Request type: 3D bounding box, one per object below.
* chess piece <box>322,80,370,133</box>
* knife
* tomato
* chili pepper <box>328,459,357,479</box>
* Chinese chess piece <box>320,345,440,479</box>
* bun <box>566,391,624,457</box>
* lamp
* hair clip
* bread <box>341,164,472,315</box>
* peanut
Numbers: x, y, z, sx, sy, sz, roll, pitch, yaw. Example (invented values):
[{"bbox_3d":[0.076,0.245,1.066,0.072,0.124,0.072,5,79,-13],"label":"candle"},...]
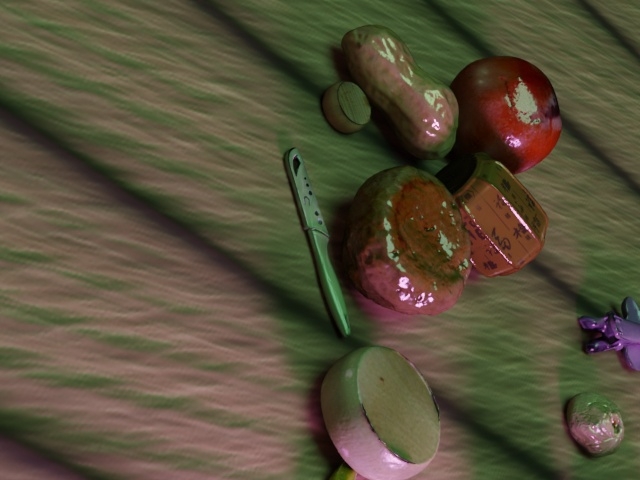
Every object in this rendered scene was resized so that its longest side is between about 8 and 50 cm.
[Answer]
[{"bbox_3d":[0.041,-0.208,1.948,0.084,0.038,0.083,25,51,-36],"label":"chess piece"},{"bbox_3d":[-0.001,0.001,1.811,0.043,0.020,0.293,-7,75,-46],"label":"knife"},{"bbox_3d":[0.313,-0.214,2.124,0.208,0.184,0.208,21,57,-37],"label":"tomato"},{"bbox_3d":[0.025,0.338,1.648,0.049,0.043,0.208,32,48,-15],"label":"chili pepper"},{"bbox_3d":[0.082,0.237,1.709,0.188,0.083,0.188,33,42,-35],"label":"Chinese chess piece"},{"bbox_3d":[0.470,0.306,2.111,0.115,0.069,0.115,25,52,-36],"label":"bun"},{"bbox_3d":[0.266,-0.041,2.014,0.185,0.161,0.161,44,44,-23],"label":"lamp"},{"bbox_3d":[0.566,0.165,2.281,0.278,0.090,0.137,13,63,-48],"label":"hair clip"},{"bbox_3d":[0.122,0.006,1.860,0.230,0.123,0.230,19,63,-42],"label":"bread"},{"bbox_3d":[0.136,-0.241,2.001,0.256,0.124,0.123,51,42,-18],"label":"peanut"}]
